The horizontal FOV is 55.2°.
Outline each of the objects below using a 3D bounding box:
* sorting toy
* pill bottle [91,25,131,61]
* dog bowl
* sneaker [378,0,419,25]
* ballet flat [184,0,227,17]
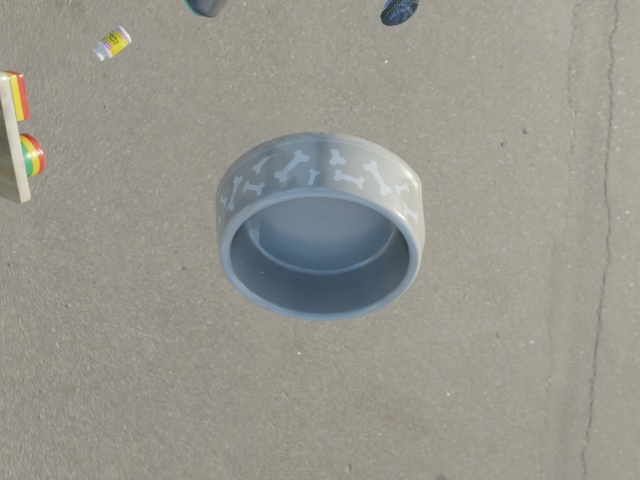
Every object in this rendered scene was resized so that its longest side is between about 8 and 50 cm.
[{"bbox_3d":[-0.674,-0.235,1.243,0.089,0.257,0.256,-37,138,-51],"label":"sorting toy"},{"bbox_3d":[-0.468,-0.438,1.370,0.083,0.043,0.043,-44,109,-12],"label":"pill bottle"},{"bbox_3d":[0.000,0.000,0.957,0.348,0.348,0.102,28,42,-25],"label":"dog bowl"},{"bbox_3d":[0.222,-0.654,1.620,0.211,0.081,0.080,-49,144,-6],"label":"sneaker"},{"bbox_3d":[-0.082,-0.297,0.541,0.074,0.074,0.203,12,71,-27],"label":"ballet flat"}]
